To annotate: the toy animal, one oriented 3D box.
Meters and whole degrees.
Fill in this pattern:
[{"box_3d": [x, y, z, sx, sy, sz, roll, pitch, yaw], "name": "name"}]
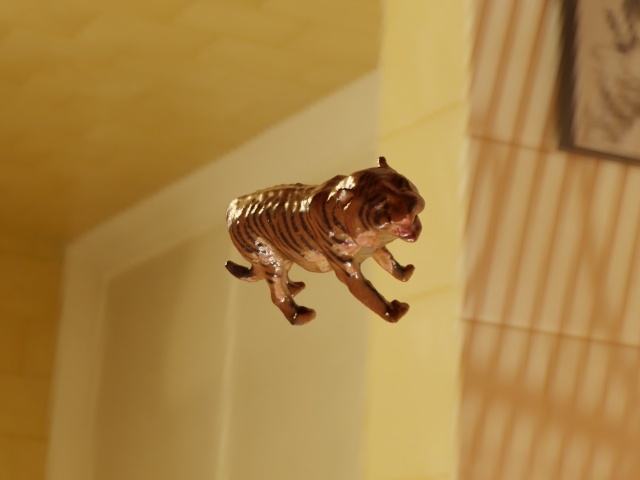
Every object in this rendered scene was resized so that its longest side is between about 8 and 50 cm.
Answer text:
[{"box_3d": [0.000, 0.000, 1.184, 0.057, 0.099, 0.241, -44, -158, -28], "name": "toy animal"}]
